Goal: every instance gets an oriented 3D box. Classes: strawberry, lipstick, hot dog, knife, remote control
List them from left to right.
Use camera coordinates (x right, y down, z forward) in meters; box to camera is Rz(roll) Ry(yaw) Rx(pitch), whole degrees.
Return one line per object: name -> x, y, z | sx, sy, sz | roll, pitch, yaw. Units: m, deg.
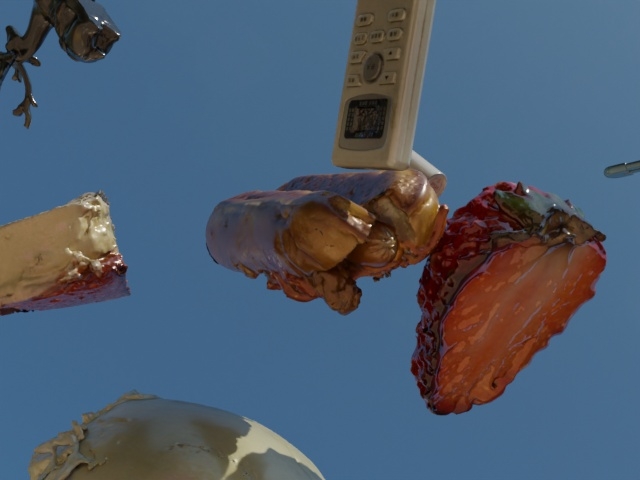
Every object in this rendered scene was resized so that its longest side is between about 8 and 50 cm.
hot dog -> 0.000, 0.000, 1.051 | 0.158, 0.349, 0.117 | -19, -81, -21
remote control -> 0.055, -0.154, 0.914 | 0.088, 0.029, 0.189 | 9, -92, 53
lipstick -> 0.080, -0.089, 1.167 | 0.131, 0.038, 0.038 | 43, -54, 38
strawberry -> 0.148, 0.045, 1.009 | 0.190, 0.111, 0.236 | 8, -59, -38
knife -> 0.234, -0.053, 0.713 | 0.096, 0.027, 0.010 | -13, -105, 32

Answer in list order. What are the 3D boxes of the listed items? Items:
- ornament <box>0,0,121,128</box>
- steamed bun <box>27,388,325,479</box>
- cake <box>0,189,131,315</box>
ornament -> -0.393, -0.252, 1.527 | 0.236, 0.080, 0.202 | -51, -122, 19
steamed bun -> -0.128, 0.287, 0.955 | 0.312, 0.333, 0.233 | 7, -34, 11
cake -> -0.197, 0.009, 0.967 | 0.117, 0.220, 0.086 | -14, -94, 22
